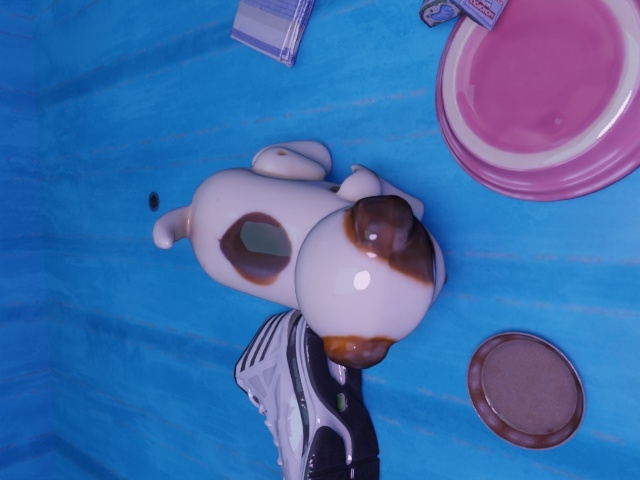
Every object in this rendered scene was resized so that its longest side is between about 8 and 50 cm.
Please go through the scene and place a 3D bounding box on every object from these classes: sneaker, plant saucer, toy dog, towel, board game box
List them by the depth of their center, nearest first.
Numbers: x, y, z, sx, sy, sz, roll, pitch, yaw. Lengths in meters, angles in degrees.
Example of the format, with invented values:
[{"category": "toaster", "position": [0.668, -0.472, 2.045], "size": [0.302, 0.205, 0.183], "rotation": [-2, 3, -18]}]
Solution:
[{"category": "board game box", "position": [0.201, -0.361, 0.686], "size": [0.194, 0.060, 0.194], "rotation": [9, 75, 63]}, {"category": "plant saucer", "position": [0.291, -0.217, 0.691], "size": [0.332, 0.084, 0.332], "rotation": [4, 96, 40]}, {"category": "plant saucer", "position": [0.295, 0.214, 0.758], "size": [0.168, 0.029, 0.168], "rotation": [3, 95, 41]}, {"category": "toy dog", "position": [0.000, 0.000, 0.774], "size": [0.408, 0.395, 0.285], "rotation": [26, 102, 46]}, {"category": "sneaker", "position": [-0.039, 0.351, 1.003], "size": [0.257, 0.169, 0.448], "rotation": [-13, 77, 50]}, {"category": "towel", "position": [-0.076, -0.504, 1.023], "size": [0.209, 0.034, 0.285], "rotation": [36, 114, 36]}]
